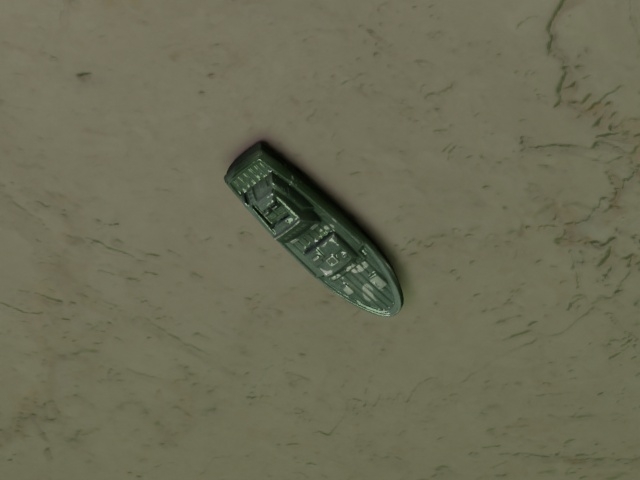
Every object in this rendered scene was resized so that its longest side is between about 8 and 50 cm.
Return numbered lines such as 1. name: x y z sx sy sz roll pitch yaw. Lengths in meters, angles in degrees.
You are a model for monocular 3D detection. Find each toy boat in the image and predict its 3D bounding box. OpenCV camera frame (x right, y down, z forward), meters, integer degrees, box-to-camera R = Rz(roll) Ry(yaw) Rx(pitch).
1. toy boat: 0.000 0.000 2.115 0.078 0.085 0.260 -36 116 23
